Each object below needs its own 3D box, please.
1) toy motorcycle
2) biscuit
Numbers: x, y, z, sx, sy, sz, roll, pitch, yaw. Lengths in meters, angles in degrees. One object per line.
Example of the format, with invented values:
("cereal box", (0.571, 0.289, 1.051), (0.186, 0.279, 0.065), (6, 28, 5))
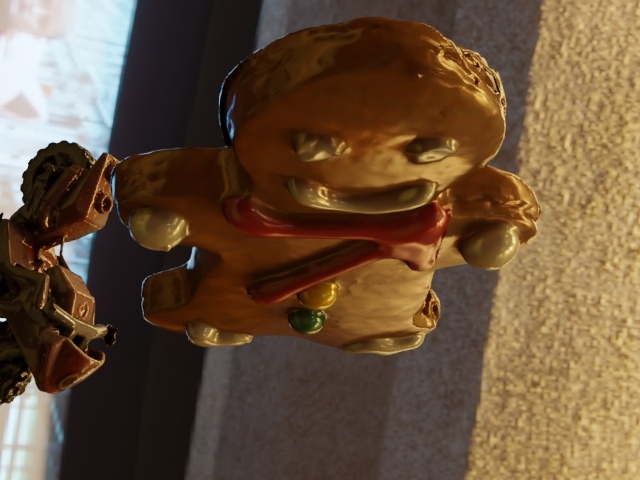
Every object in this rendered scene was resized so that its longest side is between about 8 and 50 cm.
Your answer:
("toy motorcycle", (-0.199, 0.027, 0.817), (0.118, 0.084, 0.212), (8, -105, 27))
("biscuit", (0.000, 0.000, 0.557), (0.340, 0.216, 0.047), (121, -30, -64))
